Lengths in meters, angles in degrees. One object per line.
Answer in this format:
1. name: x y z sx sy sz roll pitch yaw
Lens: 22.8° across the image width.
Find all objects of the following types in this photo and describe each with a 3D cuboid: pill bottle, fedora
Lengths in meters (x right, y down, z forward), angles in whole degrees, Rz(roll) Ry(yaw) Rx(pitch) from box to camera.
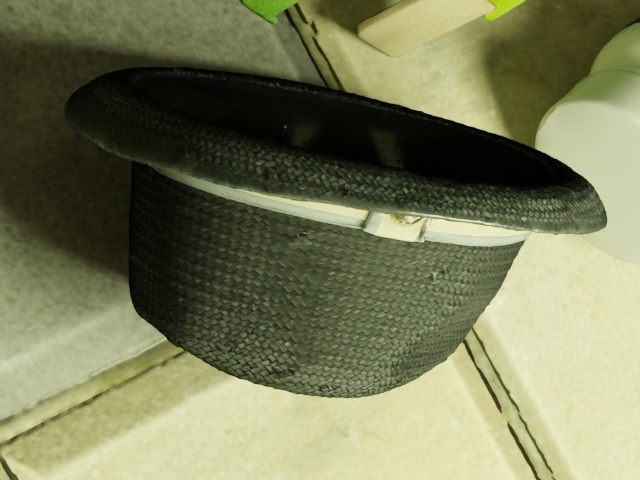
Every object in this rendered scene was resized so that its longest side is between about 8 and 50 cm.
1. pill bottle: 0.297 -0.113 1.146 0.283 0.161 0.161 -38 91 -29
2. fedora: 0.000 0.000 0.962 0.334 0.334 0.153 9 104 -21

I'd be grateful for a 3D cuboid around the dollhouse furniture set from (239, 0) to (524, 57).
1. dollhouse furniture set: 0.015 -0.294 1.096 0.197 0.151 0.302 20 49 -59
